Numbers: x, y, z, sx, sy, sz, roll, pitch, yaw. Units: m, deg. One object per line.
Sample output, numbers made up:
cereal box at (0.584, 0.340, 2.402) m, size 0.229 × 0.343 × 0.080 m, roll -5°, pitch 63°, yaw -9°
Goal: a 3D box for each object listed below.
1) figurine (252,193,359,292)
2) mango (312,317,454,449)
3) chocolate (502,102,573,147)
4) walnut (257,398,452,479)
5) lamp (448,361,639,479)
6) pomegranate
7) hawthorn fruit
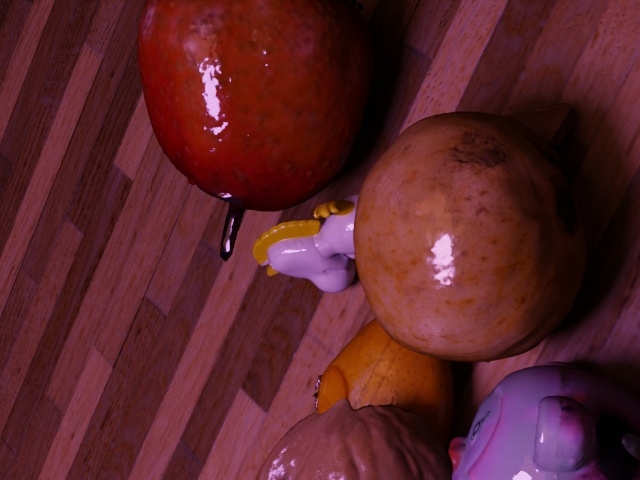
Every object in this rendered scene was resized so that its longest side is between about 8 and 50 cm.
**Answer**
figurine at (0.004, 0.004, 1.464) m, size 0.178 × 0.129 × 0.109 m, roll -31°, pitch 47°, yaw 39°
mango at (0.071, 0.195, 1.371) m, size 0.154 × 0.126 × 0.252 m, roll 24°, pitch 98°, yaw 46°
chocolate at (0.228, -0.113, 1.326) m, size 0.100 × 0.031 × 0.064 m, roll -10°, pitch 36°, yaw 44°
walnut at (0.056, 0.279, 1.246) m, size 0.204 × 0.238 × 0.141 m, roll -62°, pitch 11°, yaw 12°
lamp at (0.240, 0.271, 1.161) m, size 0.247 × 0.247 × 0.301 m, roll 5°, pitch 94°, yaw 14°
pomegranate at (0.149, -0.001, 1.250) m, size 0.260 × 0.260 × 0.261 m, roll -9°, pitch 78°, yaw 43°
hawthorn fruit at (-0.087, -0.158, 1.473) m, size 0.284 × 0.284 × 0.369 m, roll 15°, pitch 98°, yaw 44°
